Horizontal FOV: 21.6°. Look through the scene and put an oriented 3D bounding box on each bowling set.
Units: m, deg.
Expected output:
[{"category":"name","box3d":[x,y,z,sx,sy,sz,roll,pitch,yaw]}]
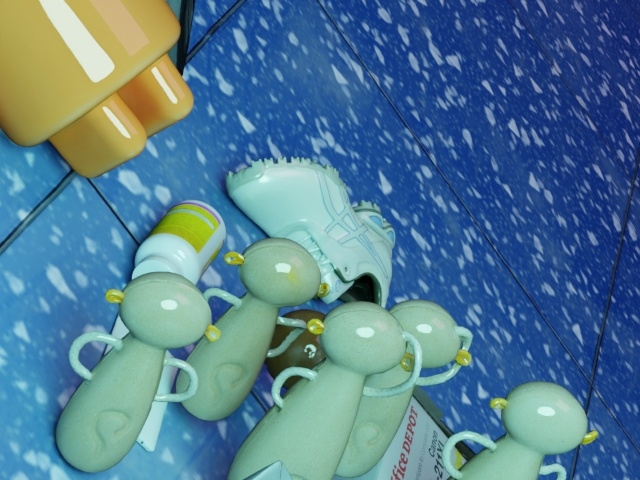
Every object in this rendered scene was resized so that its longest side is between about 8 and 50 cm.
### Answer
[{"category":"bowling set","box3d":[-0.003,0.062,0.974,0.287,0.154,0.200,22,28,-17]}]

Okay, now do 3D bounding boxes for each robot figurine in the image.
[{"category":"robot figurine","box3d":[-0.170,-0.143,0.993,0.219,0.158,0.128,55,5,-10]}]

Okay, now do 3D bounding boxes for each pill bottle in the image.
[{"category":"pill bottle","box3d":[-0.092,0.009,1.067,0.043,0.043,0.083,54,26,-12]}]

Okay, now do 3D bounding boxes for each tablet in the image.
[{"category":"tablet","box3d":[-0.109,0.082,1.002,0.054,0.006,0.083,48,29,-23]}]

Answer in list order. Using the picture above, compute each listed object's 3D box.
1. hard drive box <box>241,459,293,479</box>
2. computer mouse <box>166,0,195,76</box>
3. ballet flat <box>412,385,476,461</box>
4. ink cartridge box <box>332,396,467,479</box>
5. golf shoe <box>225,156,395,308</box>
[{"category":"hard drive box","box3d":[-0.075,0.221,0.658,0.181,0.232,0.089,61,25,1]},{"category":"computer mouse","box3d":[-0.119,-0.218,1.187,0.188,0.072,0.272,99,-2,-50]},{"category":"ballet flat","box3d":[0.093,0.176,1.220,0.250,0.058,0.084,49,-8,-31]},{"category":"ink cartridge box","box3d":[0.067,0.203,1.113,0.175,0.072,0.127,51,28,-19]},{"category":"golf shoe","box3d":[0.000,0.000,1.220,0.176,0.069,0.086,29,45,-44]}]
